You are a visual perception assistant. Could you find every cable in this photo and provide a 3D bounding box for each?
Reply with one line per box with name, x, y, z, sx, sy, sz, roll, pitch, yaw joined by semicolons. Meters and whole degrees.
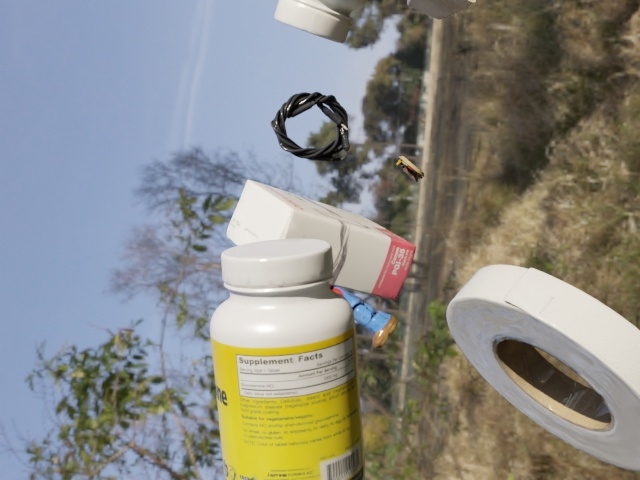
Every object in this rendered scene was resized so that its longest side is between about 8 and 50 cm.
cable;-0.018;-0.246;1.651;0.047;0.184;0.151;177;97;-65

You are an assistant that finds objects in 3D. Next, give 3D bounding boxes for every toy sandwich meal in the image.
toy sandwich meal;0.213;-0.170;1.839;0.029;0.085;0.085;-51;-8;10

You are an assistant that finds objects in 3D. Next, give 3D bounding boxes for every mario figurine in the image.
mario figurine;0.032;0.178;2.008;0.170;0.320;0.198;-53;-8;-27

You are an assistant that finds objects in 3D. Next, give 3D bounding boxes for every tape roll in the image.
tape roll;0.362;0.192;1.156;0.072;0.392;0.392;-46;-27;-18

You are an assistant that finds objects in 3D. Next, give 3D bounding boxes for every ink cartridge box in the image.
ink cartridge box;0.000;0.000;1.423;0.207;0.283;0.117;34;105;56

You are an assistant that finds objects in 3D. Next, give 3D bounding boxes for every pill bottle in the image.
pill bottle;0.035;-0.635;1.697;0.204;0.204;0.361;-42;-27;-73
pill bottle;-0.044;0.173;1.000;0.188;0.187;0.334;-36;-57;-74

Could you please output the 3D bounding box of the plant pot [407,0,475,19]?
plant pot;0.216;-0.472;1.416;0.096;0.109;0.109;143;141;-60
